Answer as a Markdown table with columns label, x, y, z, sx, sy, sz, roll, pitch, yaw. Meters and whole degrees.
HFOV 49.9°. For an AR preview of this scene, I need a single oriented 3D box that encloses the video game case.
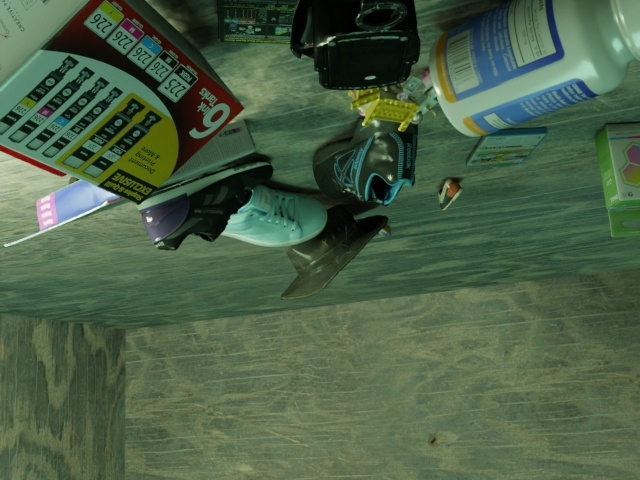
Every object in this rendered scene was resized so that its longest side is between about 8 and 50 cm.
| label | x | y | z | sx | sy | sz | roll | pitch | yaw |
| --- | --- | --- | --- | --- | --- | --- | --- | --- | --- |
| video game case | 0.370 | -0.186 | 1.385 | 0.119 | 0.015 | 0.166 | -4 | 166 | -3 |

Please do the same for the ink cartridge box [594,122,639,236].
| label | x | y | z | sx | sy | sz | roll | pitch | yaw |
| --- | --- | --- | --- | --- | --- | --- | --- | --- | --- |
| ink cartridge box | 0.603 | -0.117 | 1.314 | 0.108 | 0.209 | 0.062 | -3 | 167 | -2 |

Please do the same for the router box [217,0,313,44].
| label | x | y | z | sx | sy | sz | roll | pitch | yaw |
| --- | --- | --- | --- | --- | --- | --- | --- | --- | --- |
| router box | -0.064 | -0.280 | 0.835 | 0.122 | 0.038 | 0.092 | 0 | 162 | -8 |

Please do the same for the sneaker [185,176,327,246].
| label | x | y | z | sx | sy | sz | roll | pitch | yaw |
| --- | --- | --- | --- | --- | --- | --- | --- | --- | --- |
| sneaker | -0.135 | -0.065 | 1.497 | 0.365 | 0.135 | 0.150 | 2 | 168 | -25 |

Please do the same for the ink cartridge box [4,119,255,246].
| label | x | y | z | sx | sy | sz | roll | pitch | yaw |
| --- | --- | --- | --- | --- | --- | --- | --- | --- | --- |
| ink cartridge box | -0.330 | -0.100 | 1.171 | 0.324 | 0.071 | 0.330 | -15 | -171 | 39 |

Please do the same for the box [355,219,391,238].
| label | x | y | z | sx | sy | sz | roll | pitch | yaw |
| --- | --- | --- | --- | --- | --- | --- | --- | --- | --- |
| box | 0.141 | -0.032 | 1.917 | 0.081 | 0.028 | 0.136 | -8 | 167 | 19 |

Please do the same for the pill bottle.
| label | x | y | z | sx | sy | sz | roll | pitch | yaw |
| --- | --- | --- | --- | --- | --- | --- | --- | --- | --- |
| pill bottle | 0.287 | -0.240 | 0.864 | 0.272 | 0.152 | 0.152 | -16 | 162 | 40 |

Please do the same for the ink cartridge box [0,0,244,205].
| label | x | y | z | sx | sy | sz | roll | pitch | yaw |
| --- | --- | --- | --- | --- | --- | --- | --- | --- | --- |
| ink cartridge box | -0.284 | -0.164 | 0.815 | 0.272 | 0.130 | 0.309 | -41 | 158 | 8 |

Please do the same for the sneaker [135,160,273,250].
| label | x | y | z | sx | sy | sz | roll | pitch | yaw |
| --- | --- | --- | --- | --- | --- | --- | --- | --- | --- |
| sneaker | -0.209 | -0.066 | 1.341 | 0.283 | 0.124 | 0.107 | -24 | -173 | -26 |

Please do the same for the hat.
| label | x | y | z | sx | sy | sz | roll | pitch | yaw |
| --- | --- | --- | --- | --- | --- | --- | --- | --- | --- |
| hat | 0.000 | 0.000 | 1.689 | 0.331 | 0.134 | 0.331 | -36 | -168 | 9 |

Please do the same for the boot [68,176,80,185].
| label | x | y | z | sx | sy | sz | roll | pitch | yaw |
| --- | --- | --- | --- | --- | --- | --- | --- | --- | --- |
| boot | -0.443 | -0.113 | 1.423 | 0.106 | 0.037 | 0.114 | 2 | 169 | 38 |

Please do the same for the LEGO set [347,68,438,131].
| label | x | y | z | sx | sy | sz | roll | pitch | yaw |
| --- | --- | --- | --- | --- | --- | --- | --- | --- | --- |
| LEGO set | 0.069 | -0.248 | 0.963 | 0.132 | 0.107 | 0.287 | -44 | 149 | 11 |

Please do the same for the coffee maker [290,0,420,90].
| label | x | y | z | sx | sy | sz | roll | pitch | yaw |
| --- | --- | --- | --- | --- | --- | --- | --- | --- | --- |
| coffee maker | 0.045 | -0.259 | 0.666 | 0.120 | 0.178 | 0.171 | 0 | 168 | -22 |

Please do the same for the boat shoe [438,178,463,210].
| label | x | y | z | sx | sy | sz | roll | pitch | yaw |
| --- | --- | --- | --- | --- | --- | --- | --- | --- | --- |
| boat shoe | 0.300 | -0.109 | 1.623 | 0.043 | 0.049 | 0.137 | 39 | 169 | 5 |

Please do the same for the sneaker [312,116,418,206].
| label | x | y | z | sx | sy | sz | roll | pitch | yaw |
| --- | --- | --- | --- | --- | --- | --- | --- | --- | --- |
| sneaker | 0.074 | -0.125 | 1.298 | 0.125 | 0.140 | 0.341 | -1 | 167 | -19 |
